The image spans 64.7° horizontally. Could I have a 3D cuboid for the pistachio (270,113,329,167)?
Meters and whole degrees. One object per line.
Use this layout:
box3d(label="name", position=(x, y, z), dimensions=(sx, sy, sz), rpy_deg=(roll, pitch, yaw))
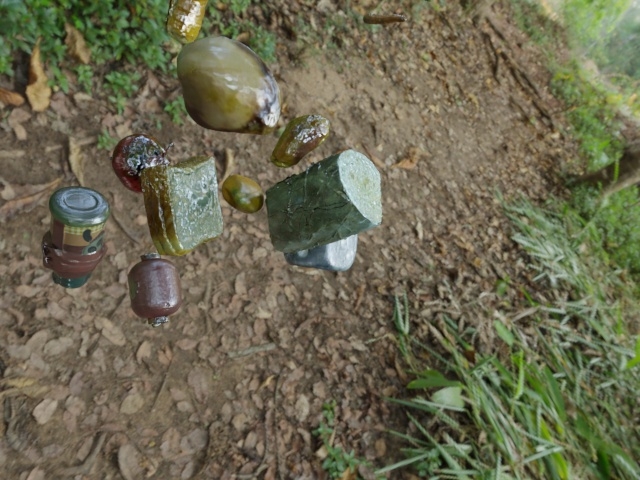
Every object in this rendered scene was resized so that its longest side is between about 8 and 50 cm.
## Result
box3d(label="pistachio", position=(-0.054, -0.249, 1.223), dimensions=(0.089, 0.173, 0.049), rpy_deg=(49, -4, 5))

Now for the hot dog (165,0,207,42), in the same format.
box3d(label="hot dog", position=(-0.238, -0.537, 1.000), dimensions=(0.068, 0.288, 0.083), rpy_deg=(27, 13, 39))

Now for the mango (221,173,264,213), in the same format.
box3d(label="mango", position=(-0.197, -0.118, 1.320), dimensions=(0.115, 0.089, 0.165), rpy_deg=(32, 2, -38))

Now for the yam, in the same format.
box3d(label="yam", position=(-0.008, -0.093, 1.255), dimensions=(0.201, 0.271, 0.202), rpy_deg=(34, 42, -42))

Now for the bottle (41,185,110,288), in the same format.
box3d(label="bottle", position=(-0.601, 0.002, 1.249), dimensions=(0.156, 0.271, 0.143), rpy_deg=(-5, 46, -36))

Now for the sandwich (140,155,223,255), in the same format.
box3d(label="sandwich", position=(-0.400, -0.106, 1.510), dimensions=(0.301, 0.099, 0.271), rpy_deg=(-44, 126, -69))

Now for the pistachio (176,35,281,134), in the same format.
box3d(label="pistachio", position=(-0.166, -0.273, 0.923), dimensions=(0.210, 0.165, 0.130), rpy_deg=(37, 19, -9))

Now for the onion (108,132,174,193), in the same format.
box3d(label="onion", position=(-0.750, -0.334, 2.195), dimensions=(0.273, 0.285, 0.272), rpy_deg=(-3, 90, -68))

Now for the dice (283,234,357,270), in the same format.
box3d(label="dice", position=(0.000, 0.000, 1.578), dimensions=(0.182, 0.182, 0.183), rpy_deg=(12, 83, -54))

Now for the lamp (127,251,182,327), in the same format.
box3d(label="lamp", position=(-0.577, 0.172, 1.764), dimensions=(0.180, 0.180, 0.257), rpy_deg=(-2, 82, -52))

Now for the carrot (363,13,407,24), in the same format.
box3d(label="carrot", position=(0.214, -0.740, 1.694), dimensions=(0.165, 0.035, 0.036), rpy_deg=(18, 16, 32))
